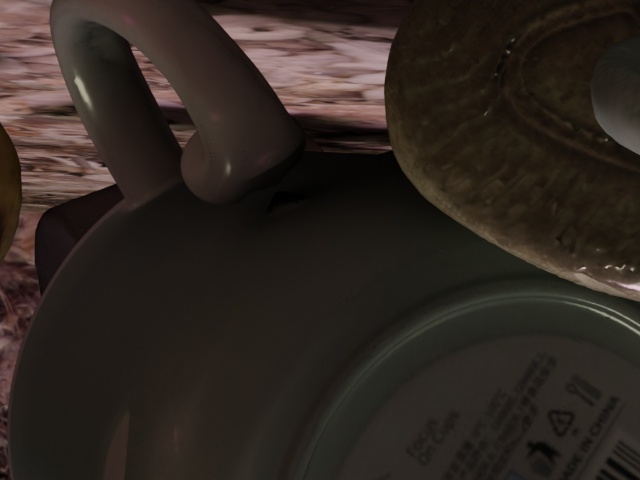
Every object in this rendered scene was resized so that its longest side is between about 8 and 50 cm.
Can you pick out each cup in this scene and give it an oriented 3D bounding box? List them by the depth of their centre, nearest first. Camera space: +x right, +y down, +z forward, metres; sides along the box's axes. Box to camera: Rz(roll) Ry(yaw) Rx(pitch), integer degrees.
[{"bbox_3d":[0.001,0.048,0.681,0.259,0.356,0.274,-32,-166,-15],"label":"cup"}]

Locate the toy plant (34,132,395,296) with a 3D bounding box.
[{"bbox_3d":[-0.006,0.002,1.285,0.400,0.185,0.279,-15,176,-25],"label":"toy plant"}]

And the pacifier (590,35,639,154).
[{"bbox_3d":[0.228,0.016,0.347,0.343,0.269,0.288,5,-164,17],"label":"pacifier"}]

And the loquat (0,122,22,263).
[{"bbox_3d":[-0.252,-0.031,0.981,0.195,0.152,0.152,30,-164,38],"label":"loquat"}]

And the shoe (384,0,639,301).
[{"bbox_3d":[0.197,-0.037,0.582,0.342,0.132,0.210,-1,175,7],"label":"shoe"}]
